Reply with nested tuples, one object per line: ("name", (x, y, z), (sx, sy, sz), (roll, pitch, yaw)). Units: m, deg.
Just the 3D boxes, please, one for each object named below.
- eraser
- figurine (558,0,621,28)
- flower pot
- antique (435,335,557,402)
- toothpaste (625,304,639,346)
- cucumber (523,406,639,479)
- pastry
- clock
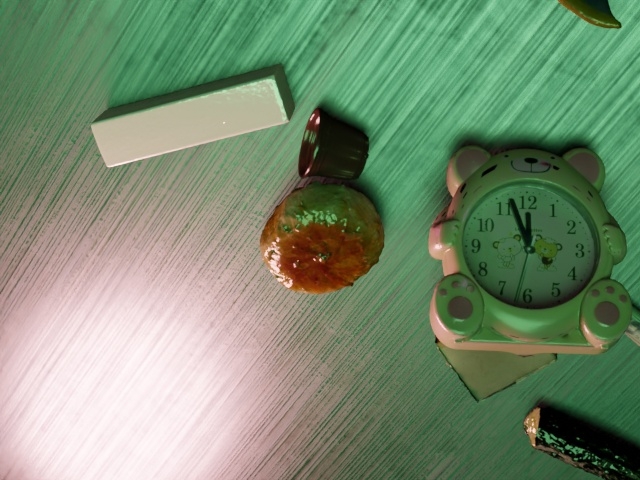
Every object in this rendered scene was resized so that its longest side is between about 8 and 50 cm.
("eraser", (-0.194, -0.191, 1.587), (0.298, 0.078, 0.076), (-12, 111, 12))
("figurine", (0.343, -0.476, 1.289), (0.387, 0.268, 0.400), (20, 117, -3))
("flower pot", (0.024, -0.138, 1.574), (0.089, 0.111, 0.111), (13, 115, -13))
("antique", (0.270, 0.141, 1.637), (0.152, 0.146, 0.148), (-32, 105, 18))
("toothpaste", (0.502, 0.132, 1.661), (0.239, 0.039, 0.062), (37, 117, -11))
("cucumber", (0.490, 0.370, 1.748), (0.304, 0.081, 0.072), (24, 85, -3))
("pastry", (0.000, 0.000, 1.609), (0.182, 0.093, 0.192), (28, 127, -28))
("clock", (0.300, 0.010, 1.509), (0.284, 0.114, 0.309), (1, 70, 5))
